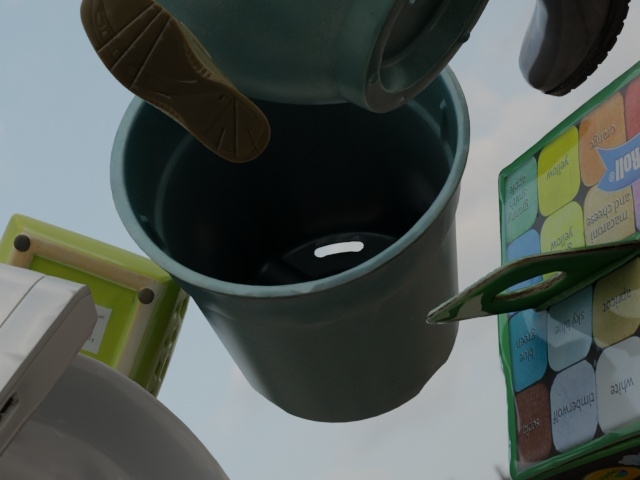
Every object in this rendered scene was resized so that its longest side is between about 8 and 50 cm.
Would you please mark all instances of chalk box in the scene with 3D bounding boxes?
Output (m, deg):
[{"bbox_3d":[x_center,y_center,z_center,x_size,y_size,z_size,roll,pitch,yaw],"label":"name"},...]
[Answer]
[{"bbox_3d":[0.197,0.024,0.795,0.289,0.179,0.180,9,-22,-22],"label":"chalk box"}]

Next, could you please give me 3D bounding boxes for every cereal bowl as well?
[{"bbox_3d":[-0.198,0.253,1.279,0.141,0.339,0.339,-43,-22,21],"label":"cereal bowl"}]

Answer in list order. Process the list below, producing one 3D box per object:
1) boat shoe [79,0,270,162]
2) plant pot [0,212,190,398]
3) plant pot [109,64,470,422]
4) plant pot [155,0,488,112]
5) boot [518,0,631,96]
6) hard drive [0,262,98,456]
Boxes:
[{"bbox_3d":[-0.095,-0.110,1.066,0.056,0.153,0.048,-50,4,2],"label":"boat shoe"},{"bbox_3d":[-0.271,0.101,1.755,0.207,0.228,0.227,130,160,-78],"label":"plant pot"},{"bbox_3d":[0.000,0.000,1.643,0.341,0.341,0.334,-29,-36,-8],"label":"plant pot"},{"bbox_3d":[0.013,-0.214,1.177,0.293,0.196,0.293,-47,-19,-22],"label":"plant pot"},{"bbox_3d":[0.175,-0.272,1.448,0.223,0.118,0.338,4,-41,-13],"label":"boot"},{"bbox_3d":[-0.361,0.079,1.102,0.047,0.353,0.233,81,-149,-43],"label":"hard drive"}]
